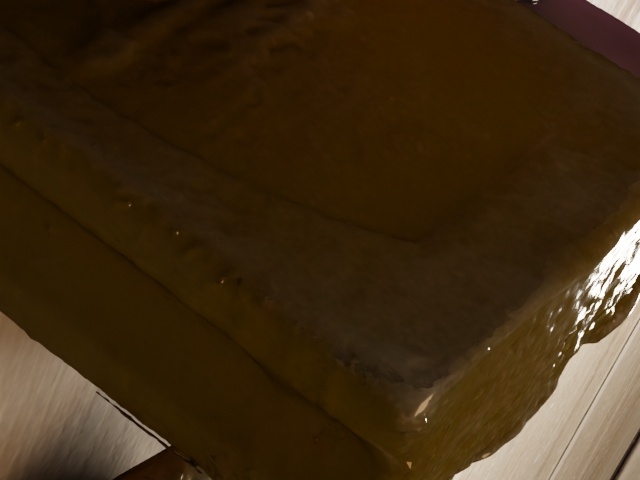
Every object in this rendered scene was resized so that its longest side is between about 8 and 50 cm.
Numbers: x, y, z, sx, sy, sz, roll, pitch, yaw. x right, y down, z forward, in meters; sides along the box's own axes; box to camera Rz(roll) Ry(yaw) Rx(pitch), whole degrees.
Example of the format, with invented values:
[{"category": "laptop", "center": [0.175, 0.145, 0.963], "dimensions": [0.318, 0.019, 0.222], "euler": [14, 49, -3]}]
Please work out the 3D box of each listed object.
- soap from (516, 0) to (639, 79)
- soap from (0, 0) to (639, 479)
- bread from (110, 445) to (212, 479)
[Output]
[{"category": "soap", "center": [0.183, -0.087, 1.462], "dimensions": [0.065, 0.122, 0.203], "euler": [-38, 156, -40]}, {"category": "soap", "center": [-0.045, -0.052, 0.640], "dimensions": [0.199, 0.315, 0.091], "euler": [-38, 155, -38]}, {"category": "bread", "center": [-0.074, 0.250, 1.229], "dimensions": [0.250, 0.225, 0.279], "euler": [-36, 163, -31]}]
